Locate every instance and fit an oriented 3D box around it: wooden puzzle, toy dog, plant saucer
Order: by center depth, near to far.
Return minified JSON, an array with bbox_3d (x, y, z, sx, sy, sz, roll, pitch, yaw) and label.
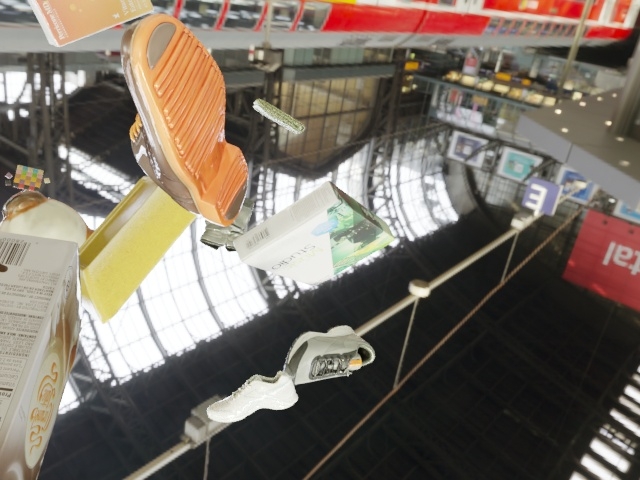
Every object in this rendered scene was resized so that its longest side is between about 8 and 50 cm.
[{"bbox_3d":[-0.360,-0.017,1.142,0.081,0.333,0.333,43,162,-24],"label":"plant saucer"},{"bbox_3d":[-0.606,-0.128,1.239,0.083,0.049,0.006,13,161,-27],"label":"wooden puzzle"},{"bbox_3d":[-0.677,0.080,1.297,0.284,0.395,0.408,33,-128,-14],"label":"toy dog"}]

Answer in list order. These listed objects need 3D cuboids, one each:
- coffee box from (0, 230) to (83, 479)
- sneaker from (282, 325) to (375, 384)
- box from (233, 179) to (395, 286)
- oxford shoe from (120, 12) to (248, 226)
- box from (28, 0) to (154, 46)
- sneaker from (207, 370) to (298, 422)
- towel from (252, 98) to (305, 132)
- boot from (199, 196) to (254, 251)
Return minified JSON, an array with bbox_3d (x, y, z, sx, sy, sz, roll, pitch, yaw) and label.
[{"bbox_3d":[-0.270,0.128,0.474,0.098,0.141,0.246,9,-134,-10],"label":"coffee box"},{"bbox_3d":[0.020,0.254,1.301,0.108,0.100,0.271,24,-159,34],"label":"sneaker"},{"bbox_3d":[0.000,0.000,1.258,0.322,0.232,0.058,24,-142,-62],"label":"box"},{"bbox_3d":[-0.191,-0.133,0.747,0.133,0.363,0.130,17,-116,12],"label":"oxford shoe"},{"bbox_3d":[-0.381,-0.406,0.964,0.170,0.130,0.091,-31,-147,-19],"label":"box"},{"bbox_3d":[-0.117,0.258,1.000,0.152,0.061,0.054,-14,-162,-8],"label":"sneaker"},{"bbox_3d":[-0.111,-0.325,1.576,0.148,0.027,0.110,29,-178,-9],"label":"towel"},{"bbox_3d":[-0.303,-0.067,1.631,0.246,0.161,0.083,21,163,-24],"label":"boot"}]
